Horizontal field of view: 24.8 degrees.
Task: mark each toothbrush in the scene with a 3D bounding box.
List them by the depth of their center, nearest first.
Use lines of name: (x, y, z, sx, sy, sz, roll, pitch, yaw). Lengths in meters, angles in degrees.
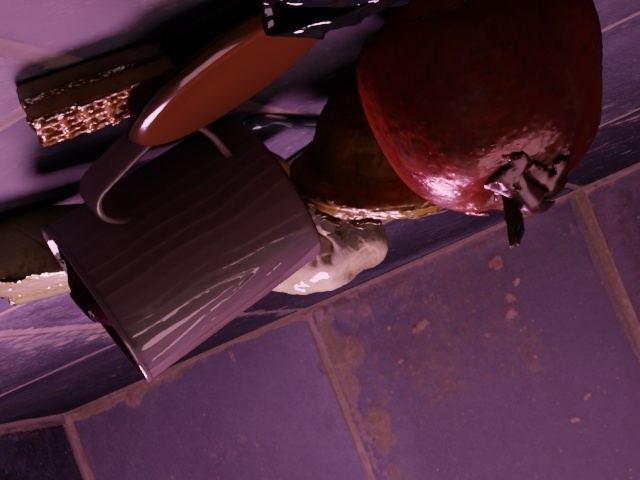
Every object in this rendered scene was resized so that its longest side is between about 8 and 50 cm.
toothbrush: (-0.030, -0.148, 1.856, 0.019, 0.016, 0.219, -25, 171, 30)

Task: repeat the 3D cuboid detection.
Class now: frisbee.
frisbee: (-0.083, -0.167, 1.429, 0.251, 0.021, 0.251, -36, 175, -4)

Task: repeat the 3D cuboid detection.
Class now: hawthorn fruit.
hawthorn fruit: (0.177, -0.135, 1.530, 0.276, 0.307, 0.276, -8, 165, -2)

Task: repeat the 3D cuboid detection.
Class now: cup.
cup: (-0.176, -0.018, 1.679, 0.273, 0.288, 0.208, -35, -157, -12)

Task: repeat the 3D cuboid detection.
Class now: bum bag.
bum bag: (0.024, -0.246, 1.192, 0.137, 0.074, 0.310, -8, 164, -8)

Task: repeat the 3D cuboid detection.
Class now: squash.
squash: (-0.296, -0.001, 1.783, 0.252, 0.093, 0.169, -14, 166, 9)

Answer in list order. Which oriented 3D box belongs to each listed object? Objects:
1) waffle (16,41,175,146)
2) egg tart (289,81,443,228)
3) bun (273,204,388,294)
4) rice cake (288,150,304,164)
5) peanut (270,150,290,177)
waffle: (-0.211, -0.140, 1.387, 0.148, 0.042, 0.102, -20, 171, -8)
egg tart: (0.097, -0.124, 1.756, 0.288, 0.118, 0.288, -10, -153, 5)
bun: (0.000, 0.000, 2.462, 0.229, 0.145, 0.229, -7, -157, 3)
rice cake: (-0.022, -0.098, 2.113, 0.124, 0.038, 0.211, -14, 168, -39)
peanut: (-0.168, -0.021, 1.904, 0.313, 0.152, 0.152, -24, 171, 17)
